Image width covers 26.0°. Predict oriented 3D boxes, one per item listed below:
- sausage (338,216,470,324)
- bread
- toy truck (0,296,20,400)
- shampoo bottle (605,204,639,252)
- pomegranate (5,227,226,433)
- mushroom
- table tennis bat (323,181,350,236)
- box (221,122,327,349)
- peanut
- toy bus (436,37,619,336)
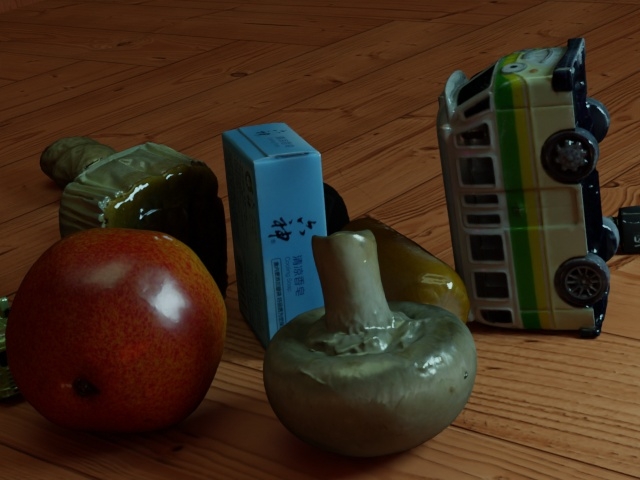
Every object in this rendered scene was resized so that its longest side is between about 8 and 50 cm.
[{"bbox_3d":[0.081,0.046,1.574,0.105,0.105,0.274,-14,20,-18],"label":"sausage"},{"bbox_3d":[-0.200,0.006,1.622,0.110,0.209,0.192,17,31,38],"label":"bread"},{"bbox_3d":[-0.370,0.108,1.555,0.077,0.100,0.169,-22,24,-30],"label":"toy truck"},{"bbox_3d":[0.410,-0.018,1.705,0.208,0.057,0.063,-3,21,9],"label":"shampoo bottle"},{"bbox_3d":[-0.203,0.085,1.421,0.221,0.220,0.256,-2,13,12],"label":"pomegranate"},{"bbox_3d":[0.042,0.090,1.314,0.207,0.215,0.207,-10,13,2],"label":"mushroom"},{"bbox_3d":[0.000,0.000,1.695,0.236,0.150,0.027,8,16,-32],"label":"table tennis bat"},{"bbox_3d":[-0.048,-0.003,1.564,0.083,0.232,0.142,-9,20,-15],"label":"box"},{"bbox_3d":[-0.375,-0.116,2.178,0.104,0.085,0.228,-19,22,-20],"label":"peanut"},{"bbox_3d":[0.226,-0.058,1.522,0.179,0.305,0.143,-2,22,19],"label":"toy bus"}]
